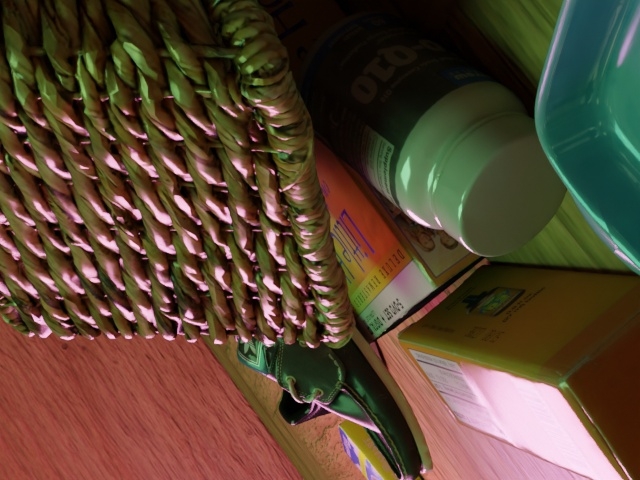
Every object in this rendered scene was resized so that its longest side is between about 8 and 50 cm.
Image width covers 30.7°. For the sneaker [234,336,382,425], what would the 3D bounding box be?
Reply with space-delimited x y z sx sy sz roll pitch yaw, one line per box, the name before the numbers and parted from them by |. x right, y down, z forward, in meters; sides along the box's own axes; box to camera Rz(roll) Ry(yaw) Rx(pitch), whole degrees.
sneaker | -0.036 0.067 1.131 0.108 0.121 0.302 39 159 52

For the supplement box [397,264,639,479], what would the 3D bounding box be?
supplement box | 0.123 0.066 0.631 0.080 0.078 0.233 54 169 -11

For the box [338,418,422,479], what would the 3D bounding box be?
box | 0.082 0.286 1.455 0.178 0.042 0.109 49 166 25

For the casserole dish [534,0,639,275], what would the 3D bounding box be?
casserole dish | 0.131 -0.043 0.407 0.114 0.037 0.188 51 168 18

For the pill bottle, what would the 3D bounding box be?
pill bottle | 0.053 -0.054 0.573 0.137 0.078 0.078 43 163 43

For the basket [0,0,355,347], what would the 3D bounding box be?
basket | -0.090 -0.089 0.636 0.299 0.223 0.214 73 -159 -60

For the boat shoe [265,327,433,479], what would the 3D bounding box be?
boat shoe | -0.002 0.092 0.886 0.233 0.079 0.084 52 168 11

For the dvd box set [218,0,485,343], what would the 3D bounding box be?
dvd box set | -0.050 -0.123 0.824 0.420 0.062 0.307 54 169 5
